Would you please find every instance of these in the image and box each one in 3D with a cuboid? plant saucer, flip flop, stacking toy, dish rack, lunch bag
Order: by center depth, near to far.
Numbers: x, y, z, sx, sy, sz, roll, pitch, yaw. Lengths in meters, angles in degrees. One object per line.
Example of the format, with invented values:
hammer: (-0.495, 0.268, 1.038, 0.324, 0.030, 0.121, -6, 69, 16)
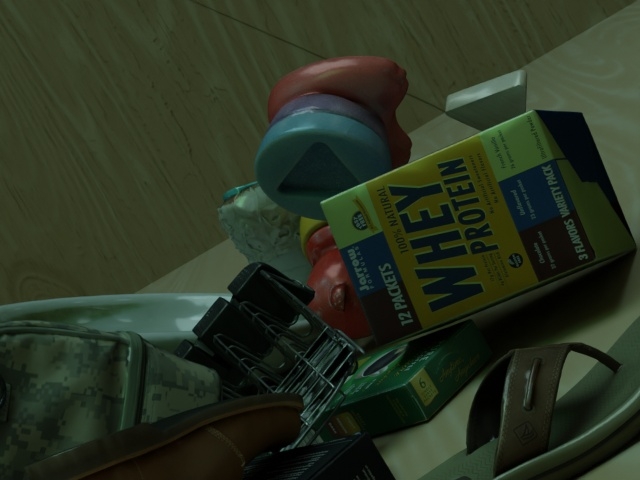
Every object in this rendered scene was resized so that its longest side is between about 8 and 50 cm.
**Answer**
flip flop: (0.127, 0.120, 1.254, 0.277, 0.080, 0.112, -32, 8, -6)
lunch bag: (-0.268, 0.180, 1.533, 0.305, 0.256, 0.212, -21, 51, 46)
dish rack: (-0.057, 0.135, 1.623, 0.208, 0.074, 0.271, -51, 28, -1)
stacking toy: (0.085, -0.027, 1.828, 0.279, 0.309, 0.130, -3, 49, 15)
plant saucer: (-0.182, 0.123, 2.012, 0.400, 0.100, 0.400, -1, 4, 0)

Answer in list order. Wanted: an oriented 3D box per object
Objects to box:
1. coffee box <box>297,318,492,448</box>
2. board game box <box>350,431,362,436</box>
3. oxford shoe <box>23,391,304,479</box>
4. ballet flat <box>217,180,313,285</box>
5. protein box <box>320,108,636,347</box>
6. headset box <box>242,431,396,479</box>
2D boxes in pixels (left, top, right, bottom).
coffee box: (0.050, 0.131, 1.630, 0.184, 0.040, 0.113, -24, 11, 44)
board game box: (-0.043, 0.213, 1.383, 0.194, 0.060, 0.194, -30, 8, 0)
oxford shoe: (-0.076, 0.133, 1.050, 0.076, 0.076, 0.212, -24, -5, 37)
ballet flat: (0.000, 0.000, 2.126, 0.147, 0.147, 0.409, -29, -8, 12)
protein box: (0.141, -0.013, 1.639, 0.201, 0.136, 0.200, -23, -5, 19)
headset box: (-0.103, 0.252, 1.089, 0.283, 0.131, 0.246, -37, 11, -39)
